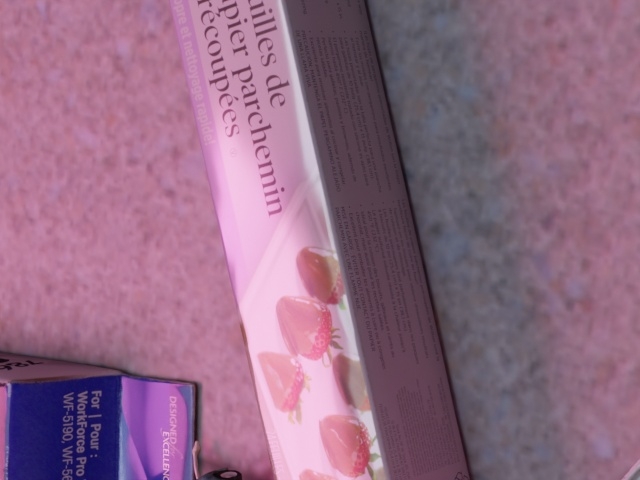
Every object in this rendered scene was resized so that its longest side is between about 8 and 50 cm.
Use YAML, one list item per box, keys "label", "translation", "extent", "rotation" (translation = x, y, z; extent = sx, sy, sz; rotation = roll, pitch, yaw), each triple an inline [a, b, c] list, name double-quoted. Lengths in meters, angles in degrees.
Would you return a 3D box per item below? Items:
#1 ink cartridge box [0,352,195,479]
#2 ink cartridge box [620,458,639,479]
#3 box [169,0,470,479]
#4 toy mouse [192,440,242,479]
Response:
- label: "ink cartridge box"
  translation: [-0.212, 0.138, 0.971]
  extent: [0.333, 0.065, 0.165]
  rotation: [3, 96, 34]
- label: "ink cartridge box"
  translation: [0.181, 0.176, 0.656]
  extent: [0.218, 0.092, 0.158]
  rotation: [43, 95, 22]
- label: "box"
  translation: [0.000, 0.000, 0.808]
  extent: [0.063, 0.067, 0.324]
  rotation: [-15, 87, 35]
- label: "toy mouse"
  translation: [-0.050, 0.156, 0.848]
  extent: [0.161, 0.031, 0.143]
  rotation: [113, 143, -53]
